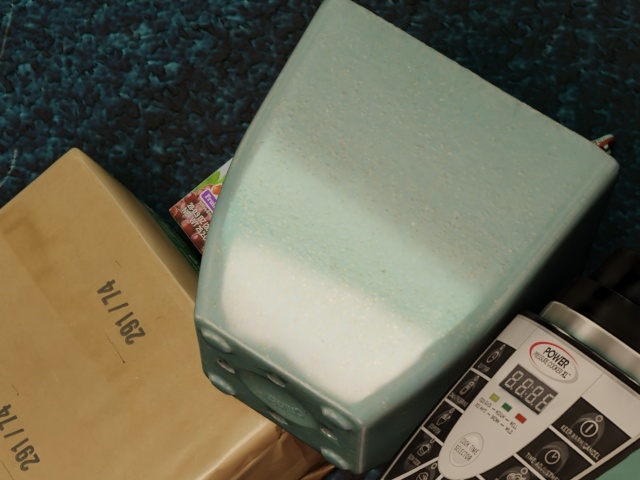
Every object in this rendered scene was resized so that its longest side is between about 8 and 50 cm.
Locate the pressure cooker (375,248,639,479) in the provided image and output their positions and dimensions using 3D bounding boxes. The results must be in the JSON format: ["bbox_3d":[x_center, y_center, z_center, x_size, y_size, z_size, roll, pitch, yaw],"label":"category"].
[{"bbox_3d":[0.245,0.208,1.265,0.370,0.375,0.420,42,88,12],"label":"pressure cooker"}]

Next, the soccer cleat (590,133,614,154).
[{"bbox_3d":[0.209,-0.070,1.557,0.083,0.029,0.035,-35,68,10],"label":"soccer cleat"}]

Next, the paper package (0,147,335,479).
[{"bbox_3d":[-0.197,0.146,1.544,0.309,0.168,0.325,-41,63,0],"label":"paper package"}]

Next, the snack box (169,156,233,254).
[{"bbox_3d":[0.000,0.000,1.581,0.174,0.070,0.207,-39,65,1],"label":"snack box"}]

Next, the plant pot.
[{"bbox_3d":[0.038,0.022,1.365,0.248,0.247,0.252,32,70,12],"label":"plant pot"}]
